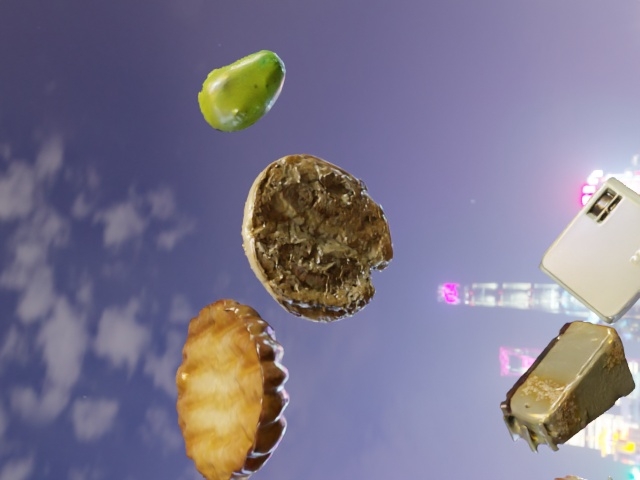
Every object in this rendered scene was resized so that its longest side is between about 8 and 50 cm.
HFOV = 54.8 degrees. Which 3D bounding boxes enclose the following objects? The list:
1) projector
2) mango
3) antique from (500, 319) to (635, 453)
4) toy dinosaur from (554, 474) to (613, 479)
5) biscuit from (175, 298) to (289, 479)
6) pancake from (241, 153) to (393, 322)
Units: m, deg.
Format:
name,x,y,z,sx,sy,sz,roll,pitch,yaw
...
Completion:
name,x,y,z,sx,sy,sz,roll,pitch,yaw
projector,0.624,0.021,1.314,0.108,0.198,0.250,7,-58,-54
mango,-0.138,-0.272,1.133,0.178,0.100,0.119,-39,-30,2
antique,0.489,0.301,1.241,0.284,0.125,0.150,-34,-73,-23
toy dinosaur,0.632,0.600,1.413,0.092,0.206,0.393,-55,-33,-10
biscuit,-0.158,0.269,1.121,0.107,0.326,0.325,9,-98,-36
pancake,0.001,-0.001,1.361,0.383,0.071,0.381,8,-107,-28
